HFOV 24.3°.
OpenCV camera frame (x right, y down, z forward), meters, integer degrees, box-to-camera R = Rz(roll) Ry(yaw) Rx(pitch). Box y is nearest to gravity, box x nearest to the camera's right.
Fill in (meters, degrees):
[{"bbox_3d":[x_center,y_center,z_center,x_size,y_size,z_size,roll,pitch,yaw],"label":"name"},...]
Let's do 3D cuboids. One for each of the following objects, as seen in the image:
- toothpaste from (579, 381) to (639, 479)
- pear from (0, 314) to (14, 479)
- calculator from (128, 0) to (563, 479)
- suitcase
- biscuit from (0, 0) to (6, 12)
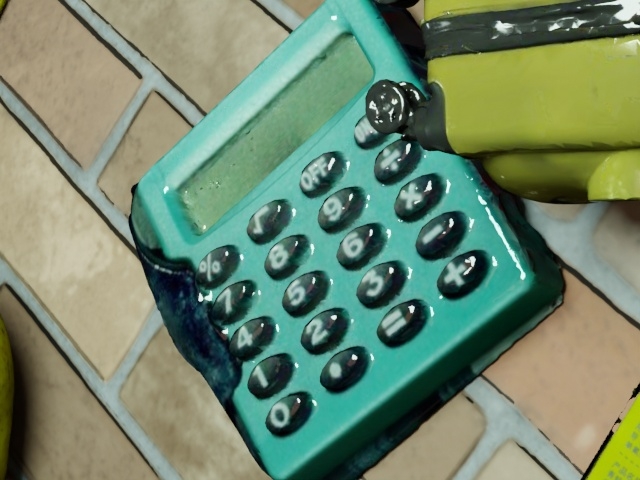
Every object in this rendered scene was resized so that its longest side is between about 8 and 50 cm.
[{"bbox_3d":[0.165,0.171,0.746,0.077,0.110,0.327,38,104,38],"label":"toothpaste"},{"bbox_3d":[-0.365,0.111,1.074,0.294,0.294,0.294,-9,75,36],"label":"pear"},{"bbox_3d":[0.000,0.000,0.946,0.248,0.058,0.274,-41,59,25],"label":"calculator"},{"bbox_3d":[0.166,-0.088,0.750,0.235,0.194,0.143,1,89,38],"label":"suitcase"},{"bbox_3d":[-0.307,-0.138,1.236,0.048,0.026,0.292,32,101,18],"label":"biscuit"}]
